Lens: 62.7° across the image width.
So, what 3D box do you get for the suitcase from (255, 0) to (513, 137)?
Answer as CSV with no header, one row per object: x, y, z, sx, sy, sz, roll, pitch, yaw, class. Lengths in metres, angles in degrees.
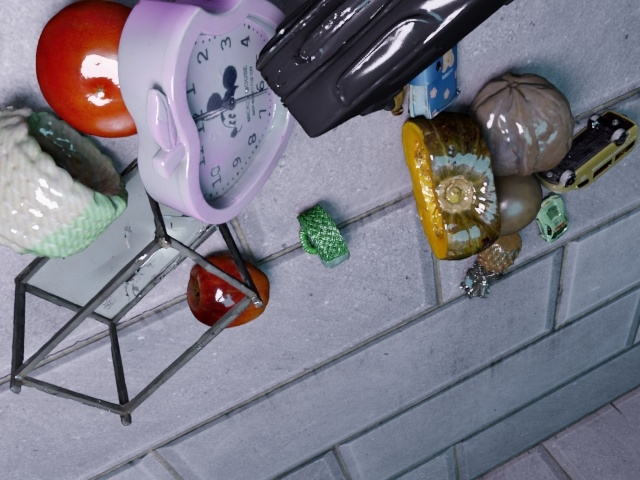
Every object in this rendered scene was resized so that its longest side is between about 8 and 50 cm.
0.107,-0.309,0.738,0.345,0.339,0.188,-32,97,36,suitcase

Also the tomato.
-0.306,-0.239,0.754,0.195,0.136,0.195,-7,126,-10,tomato

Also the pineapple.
0.454,0.070,1.434,0.125,0.125,0.251,-11,139,-20,pineapple

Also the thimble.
-0.410,-0.083,0.778,0.150,0.219,0.219,-41,133,8,thimble

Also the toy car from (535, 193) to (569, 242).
0.650,-0.055,1.461,0.093,0.058,0.186,-40,133,2,toy car

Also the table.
-0.325,0.089,0.911,0.335,0.272,0.222,-43,132,8,table

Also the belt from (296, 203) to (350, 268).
0.000,0.000,1.117,0.079,0.121,0.151,-33,138,-4,belt

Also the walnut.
0.416,-0.236,1.105,0.225,0.224,0.224,-14,130,-18,walnut

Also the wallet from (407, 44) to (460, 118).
0.212,-0.339,0.981,0.141,0.059,0.202,-41,138,-29,wallet

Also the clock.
-0.158,-0.197,0.778,0.338,0.102,0.338,-51,151,-42,clock

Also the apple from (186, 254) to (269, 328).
-0.185,0.106,1.090,0.158,0.147,0.155,3,102,-31,apple

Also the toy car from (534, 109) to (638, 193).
0.668,-0.206,1.324,0.257,0.101,0.124,-39,136,3,toy car

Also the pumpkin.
0.269,-0.121,1.112,0.140,0.221,0.316,-20,109,1,pumpkin

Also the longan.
0.440,-0.095,1.261,0.185,0.159,0.204,-43,173,30,longan

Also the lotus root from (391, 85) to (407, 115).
0.128,-0.302,0.990,0.072,0.063,0.151,-49,139,-32,lotus root
